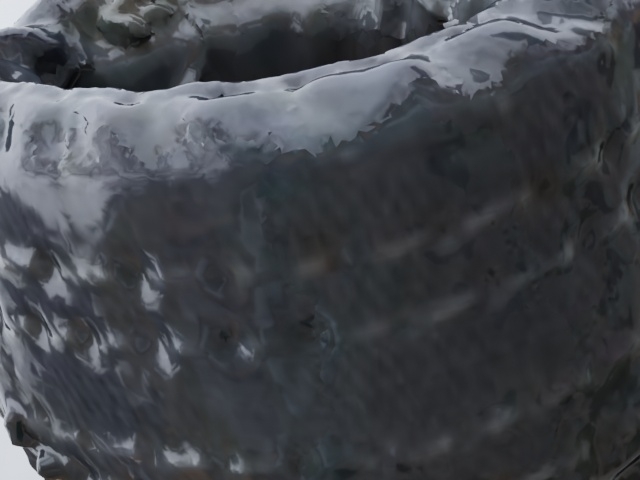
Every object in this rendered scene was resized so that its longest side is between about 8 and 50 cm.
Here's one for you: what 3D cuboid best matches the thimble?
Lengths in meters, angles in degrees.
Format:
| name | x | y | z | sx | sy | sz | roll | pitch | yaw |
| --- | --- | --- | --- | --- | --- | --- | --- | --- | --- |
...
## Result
| name | x | y | z | sx | sy | sz | roll | pitch | yaw |
| --- | --- | --- | --- | --- | --- | --- | --- | --- | --- |
| thimble | 0.000 | 0.000 | 0.542 | 0.236 | 0.205 | 0.172 | -7 | -68 | 10 |
